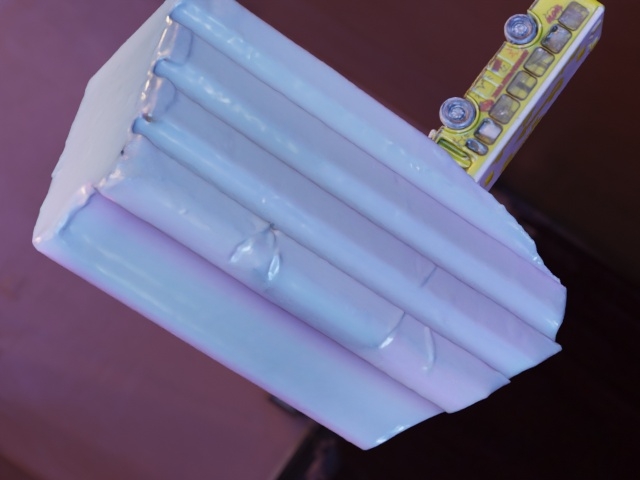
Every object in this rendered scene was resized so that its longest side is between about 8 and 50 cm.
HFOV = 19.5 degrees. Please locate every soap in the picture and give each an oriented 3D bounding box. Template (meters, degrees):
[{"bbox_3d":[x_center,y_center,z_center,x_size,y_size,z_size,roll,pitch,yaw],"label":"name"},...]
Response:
[{"bbox_3d":[0.000,0.000,1.241,0.115,0.347,0.208,-38,28,40],"label":"soap"}]

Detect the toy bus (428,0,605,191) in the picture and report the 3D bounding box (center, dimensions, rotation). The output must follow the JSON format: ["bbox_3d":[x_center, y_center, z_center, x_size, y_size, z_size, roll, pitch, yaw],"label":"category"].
[{"bbox_3d":[0.177,-0.138,1.735,0.226,0.074,0.081,-53,-14,-14],"label":"toy bus"}]
